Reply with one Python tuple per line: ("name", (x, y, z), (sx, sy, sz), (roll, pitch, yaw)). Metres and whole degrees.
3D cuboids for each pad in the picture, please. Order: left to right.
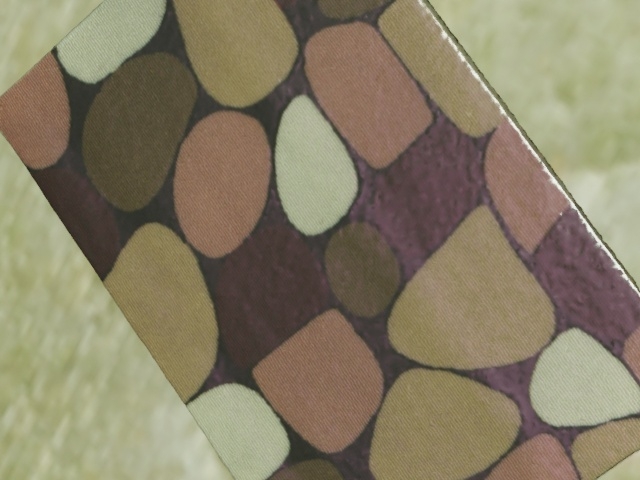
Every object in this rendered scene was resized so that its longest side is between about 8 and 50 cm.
("pad", (0.000, 0.000, 0.603), (0.158, 0.003, 0.235), (-39, 78, 21))
